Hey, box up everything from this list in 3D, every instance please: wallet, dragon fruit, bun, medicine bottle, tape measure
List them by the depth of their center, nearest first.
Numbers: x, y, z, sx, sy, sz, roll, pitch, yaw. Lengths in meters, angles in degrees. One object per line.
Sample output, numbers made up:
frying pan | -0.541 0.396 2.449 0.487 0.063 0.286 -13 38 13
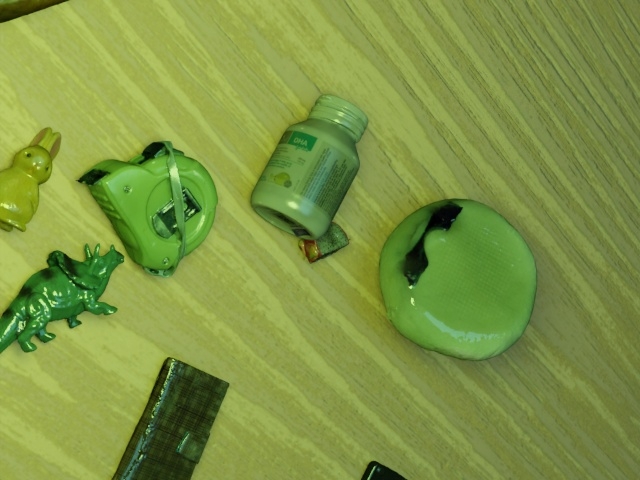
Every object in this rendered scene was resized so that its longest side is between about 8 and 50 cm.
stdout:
tape measure | -0.236 -0.051 1.746 0.175 0.106 0.200 -38 120 -23
wallet | -0.235 0.306 1.840 0.124 0.042 0.230 29 78 -33
medicine bottle | -0.010 -0.121 1.892 0.135 0.135 0.215 36 75 -35
dragon fruit | 0.000 0.000 1.970 0.083 0.056 0.060 -25 89 -40
bun | 0.228 0.079 2.078 0.293 0.187 0.293 5 73 -18

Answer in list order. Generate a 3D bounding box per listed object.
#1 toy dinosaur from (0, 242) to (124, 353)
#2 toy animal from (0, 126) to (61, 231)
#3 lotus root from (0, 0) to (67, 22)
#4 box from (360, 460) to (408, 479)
toy dinosaur | -0.388 0.112 1.675 0.120 0.079 0.292 50 64 -25
toy animal | -0.410 -0.095 1.636 0.083 0.070 0.159 43 66 -32
lotus root | -0.394 -0.382 1.534 0.291 0.193 0.193 -29 113 -31
box | 0.111 0.475 2.141 0.126 0.027 0.125 36 75 -35
